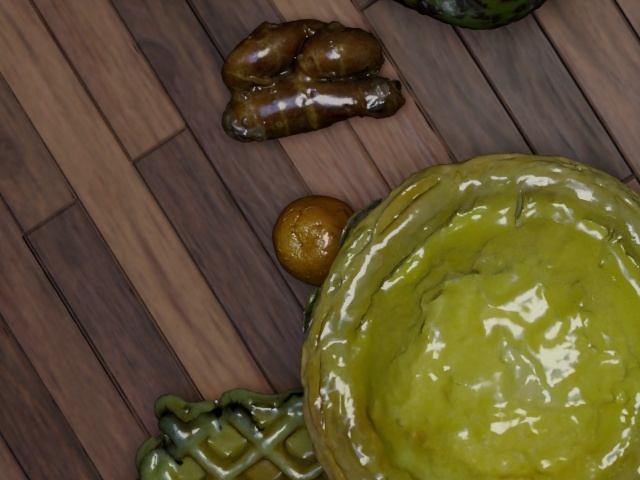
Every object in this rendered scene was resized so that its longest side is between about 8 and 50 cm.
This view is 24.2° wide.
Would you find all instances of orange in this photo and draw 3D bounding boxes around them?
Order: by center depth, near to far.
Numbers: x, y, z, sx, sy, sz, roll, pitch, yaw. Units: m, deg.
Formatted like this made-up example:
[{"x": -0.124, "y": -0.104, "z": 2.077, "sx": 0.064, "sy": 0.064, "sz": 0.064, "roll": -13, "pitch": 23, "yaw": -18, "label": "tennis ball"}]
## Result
[{"x": 0.000, "y": 0.000, "z": 1.299, "sx": 0.083, "sy": 0.070, "sz": 0.083, "roll": 2, "pitch": 96, "yaw": 23, "label": "orange"}]

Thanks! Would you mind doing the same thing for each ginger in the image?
[{"x": -0.012, "y": -0.145, "z": 1.291, "sx": 0.162, "sy": 0.073, "sz": 0.103, "roll": -9, "pitch": 107, "yaw": 5, "label": "ginger"}]

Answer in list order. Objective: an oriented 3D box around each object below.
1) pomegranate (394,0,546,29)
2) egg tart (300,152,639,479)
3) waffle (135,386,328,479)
[{"x": 0.108, "y": -0.286, "z": 1.161, "sx": 0.254, "sy": 0.270, "sz": 0.254, "roll": 16, "pitch": 121, "yaw": 28, "label": "pomegranate"}, {"x": 0.145, "y": 0.101, "z": 1.222, "sx": 0.345, "sy": 0.132, "sz": 0.345, "roll": 0, "pitch": 86, "yaw": -4, "label": "egg tart"}, {"x": -0.028, "y": 0.268, "z": 1.327, "sx": 0.317, "sy": 0.073, "sz": 0.297, "roll": 2, "pitch": 101, "yaw": 3, "label": "waffle"}]
